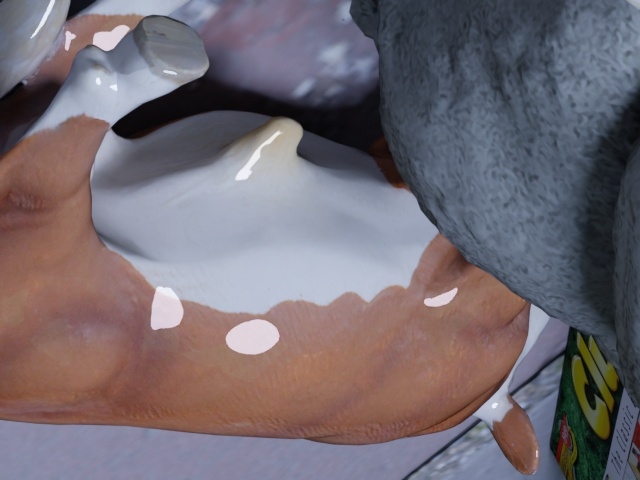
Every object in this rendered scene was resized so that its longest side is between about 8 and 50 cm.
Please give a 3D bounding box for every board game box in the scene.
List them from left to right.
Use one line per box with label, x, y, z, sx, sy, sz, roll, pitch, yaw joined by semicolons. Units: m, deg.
board game box;0.143;0.077;0.767;0.030;0.136;0.259;-17;147;-9

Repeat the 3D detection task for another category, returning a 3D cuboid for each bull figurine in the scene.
bull figurine;0.000;0.000;0.586;0.310;0.101;0.188;1;137;-38

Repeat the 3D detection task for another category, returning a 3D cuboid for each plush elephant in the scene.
plush elephant;0.138;-0.081;0.407;0.330;0.271;0.255;23;154;-23
